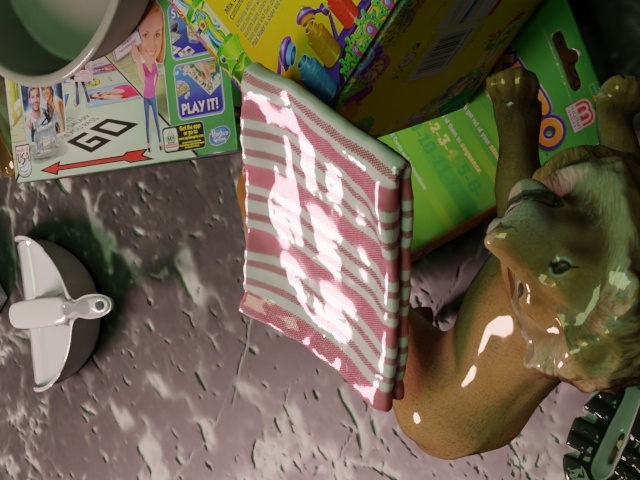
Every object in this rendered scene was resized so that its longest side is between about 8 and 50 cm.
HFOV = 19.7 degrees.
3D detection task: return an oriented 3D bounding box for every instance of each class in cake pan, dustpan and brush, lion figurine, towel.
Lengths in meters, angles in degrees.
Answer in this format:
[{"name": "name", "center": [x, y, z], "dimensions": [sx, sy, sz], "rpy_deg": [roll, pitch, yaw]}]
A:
[{"name": "cake pan", "center": [-0.226, -0.276, 1.546], "dimensions": [0.293, 0.054, 0.293], "rpy_deg": [10, 104, 47]}, {"name": "dustpan and brush", "center": [-0.230, 0.062, 1.660], "dimensions": [0.211, 0.060, 0.147], "rpy_deg": [-9, 89, 47]}, {"name": "lion figurine", "center": [0.122, 0.047, 1.154], "dimensions": [0.392, 0.142, 0.240], "rpy_deg": [112, 162, -56]}, {"name": "towel", "center": [0.000, 0.000, 1.154], "dimensions": [0.144, 0.029, 0.197], "rpy_deg": [34, 138, 36]}]

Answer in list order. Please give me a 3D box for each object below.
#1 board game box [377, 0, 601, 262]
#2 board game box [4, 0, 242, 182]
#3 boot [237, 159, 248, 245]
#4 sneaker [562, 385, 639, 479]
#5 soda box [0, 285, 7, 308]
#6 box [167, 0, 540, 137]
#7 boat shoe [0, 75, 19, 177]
[{"name": "board game box", "center": [0.104, -0.078, 1.306], "dimensions": [0.259, 0.039, 0.124], "rpy_deg": [-33, 72, 47]}, {"name": "board game box", "center": [-0.167, -0.168, 1.576], "dimensions": [0.317, 0.046, 0.213], "rpy_deg": [-6, 91, 47]}, {"name": "boot", "center": [-0.017, -0.029, 1.376], "dimensions": [0.197, 0.073, 0.152], "rpy_deg": [36, 132, 57]}, {"name": "sneaker", "center": [0.228, 0.078, 1.164], "dimensions": [0.081, 0.094, 0.208], "rpy_deg": [32, 94, 39]}, {"name": "soda box", "center": [-0.394, 0.001, 1.822], "dimensions": [0.216, 0.069, 0.074], "rpy_deg": [56, 131, 25]}, {"name": "box", "center": [0.023, -0.260, 1.175], "dimensions": [0.279, 0.177, 0.290], "rpy_deg": [52, 134, 17]}, {"name": "boat shoe", "center": [-0.298, -0.122, 1.721], "dimensions": [0.050, 0.045, 0.135], "rpy_deg": [-38, 71, 51]}]
